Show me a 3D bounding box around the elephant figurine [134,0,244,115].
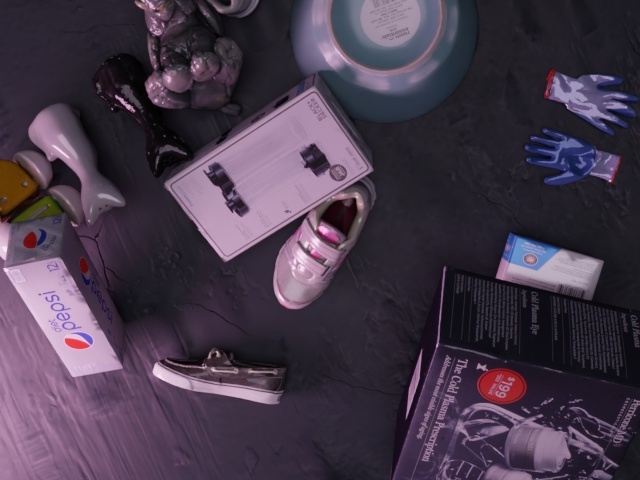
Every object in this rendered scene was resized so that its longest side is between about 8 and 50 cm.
[{"bbox_3d":[-0.220,-0.333,1.591,0.169,0.186,0.239,-13,65,-30],"label":"elephant figurine"}]

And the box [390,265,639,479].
[{"bbox_3d":[0.294,0.249,1.525,0.312,0.179,0.343,12,129,1],"label":"box"}]

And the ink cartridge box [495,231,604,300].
[{"bbox_3d":[0.351,0.104,1.629,0.148,0.086,0.203,17,96,0],"label":"ink cartridge box"}]

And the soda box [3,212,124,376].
[{"bbox_3d":[-0.395,0.091,1.577,0.091,0.098,0.286,-11,138,4],"label":"soda box"}]

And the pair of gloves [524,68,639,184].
[{"bbox_3d":[0.423,-0.179,1.633,0.159,0.023,0.198,17,95,3],"label":"pair of gloves"}]

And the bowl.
[{"bbox_3d":[0.099,-0.341,1.563,0.311,0.163,0.312,0,95,4],"label":"bowl"}]

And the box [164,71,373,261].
[{"bbox_3d":[-0.080,-0.114,1.585,0.290,0.087,0.169,-32,110,15],"label":"box"}]

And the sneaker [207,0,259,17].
[{"bbox_3d":[-0.192,-0.465,1.569,0.099,0.121,0.262,-36,98,16],"label":"sneaker"}]

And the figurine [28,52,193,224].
[{"bbox_3d":[-0.332,-0.155,1.602,0.215,0.092,0.209,-36,72,6],"label":"figurine"}]

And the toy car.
[{"bbox_3d":[-0.485,-0.043,1.634,0.182,0.136,0.159,46,59,0],"label":"toy car"}]

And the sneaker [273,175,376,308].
[{"bbox_3d":[0.000,0.000,1.623,0.103,0.111,0.252,28,96,0],"label":"sneaker"}]

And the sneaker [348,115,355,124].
[{"bbox_3d":[-0.018,-0.158,1.645,0.161,0.057,0.075,-14,113,3],"label":"sneaker"}]

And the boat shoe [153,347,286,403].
[{"bbox_3d":[-0.166,0.215,1.672,0.219,0.078,0.070,11,96,-7],"label":"boat shoe"}]
